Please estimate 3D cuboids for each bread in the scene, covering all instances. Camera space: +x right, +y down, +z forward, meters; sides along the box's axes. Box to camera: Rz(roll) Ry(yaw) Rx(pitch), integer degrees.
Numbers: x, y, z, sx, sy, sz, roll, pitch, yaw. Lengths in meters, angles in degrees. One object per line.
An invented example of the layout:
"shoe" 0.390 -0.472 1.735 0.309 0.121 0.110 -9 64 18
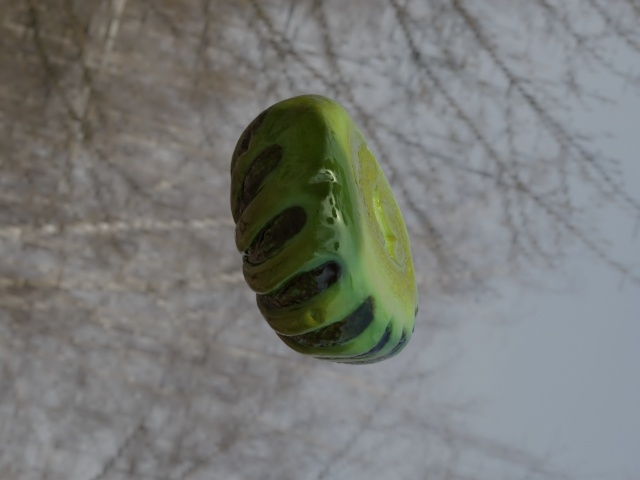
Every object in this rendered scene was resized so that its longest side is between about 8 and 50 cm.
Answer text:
"bread" 0.000 0.000 0.808 0.139 0.071 0.130 38 35 -65
